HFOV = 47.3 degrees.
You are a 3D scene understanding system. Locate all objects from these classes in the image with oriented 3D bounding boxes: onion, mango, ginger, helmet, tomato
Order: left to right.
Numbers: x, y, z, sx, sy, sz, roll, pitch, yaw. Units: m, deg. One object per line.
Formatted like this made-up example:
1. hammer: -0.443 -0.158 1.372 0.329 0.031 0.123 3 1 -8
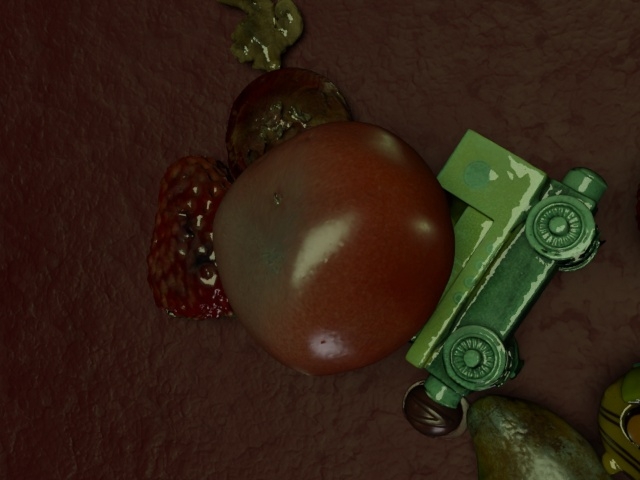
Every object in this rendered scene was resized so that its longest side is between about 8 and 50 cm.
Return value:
1. ginger: -0.119 -0.368 1.228 0.214 0.059 0.133 37 94 13
2. onion: -0.058 -0.158 1.151 0.230 0.163 0.229 2 97 15
3. tomato: 0.000 0.000 0.973 0.342 0.273 0.341 -9 74 34
4. helmet: 0.175 0.264 1.123 0.111 0.057 0.089 19 91 16
5. mango: 0.317 0.361 1.036 0.193 0.146 0.316 -28 76 9

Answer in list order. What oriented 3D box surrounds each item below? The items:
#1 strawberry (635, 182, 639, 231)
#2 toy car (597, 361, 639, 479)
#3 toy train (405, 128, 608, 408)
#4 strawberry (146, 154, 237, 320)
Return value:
1. strawberry: 0.521 -0.056 0.915 0.257 0.277 0.257 8 99 53
2. toy car: 0.460 0.288 0.981 0.142 0.201 0.247 -36 61 43
3. toy train: 0.232 0.040 1.068 0.253 0.160 0.397 35 99 23
4. strawberry: -0.177 0.004 1.188 0.254 0.150 0.280 9 93 18
